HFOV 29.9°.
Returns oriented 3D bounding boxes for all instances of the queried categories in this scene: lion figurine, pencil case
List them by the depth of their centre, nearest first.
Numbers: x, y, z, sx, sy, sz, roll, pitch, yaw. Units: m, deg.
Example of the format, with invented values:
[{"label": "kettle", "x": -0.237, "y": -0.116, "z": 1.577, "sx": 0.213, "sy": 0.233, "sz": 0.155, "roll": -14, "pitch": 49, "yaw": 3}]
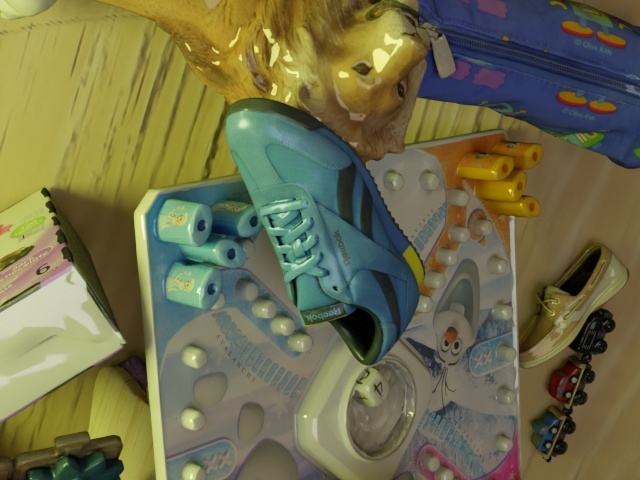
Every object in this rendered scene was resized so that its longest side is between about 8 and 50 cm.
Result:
[{"label": "lion figurine", "x": -0.109, "y": -0.196, "z": 0.767, "sx": 0.392, "sy": 0.142, "sz": 0.240, "roll": 14, "pitch": 75, "yaw": -14}, {"label": "pencil case", "x": 0.151, "y": -0.143, "z": 0.933, "sx": 0.306, "sy": 0.133, "sz": 0.119, "roll": 13, "pitch": 109, "yaw": -24}]

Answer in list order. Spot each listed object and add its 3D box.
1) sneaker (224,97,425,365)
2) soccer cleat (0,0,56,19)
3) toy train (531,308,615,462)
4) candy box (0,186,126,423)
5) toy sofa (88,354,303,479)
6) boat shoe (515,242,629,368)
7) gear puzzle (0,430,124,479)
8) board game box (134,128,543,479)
[{"label": "sneaker", "x": 0.000, "y": 0.000, "z": 0.764, "sx": 0.209, "sy": 0.069, "sz": 0.082, "roll": 53, "pitch": 49, "yaw": -37}, {"label": "soccer cleat", "x": -0.246, "y": -0.232, "z": 0.796, "sx": 0.068, "sy": 0.076, "sz": 0.196, "roll": -44, "pitch": 107, "yaw": -39}, {"label": "toy train", "x": 0.233, "y": 0.136, "z": 1.125, "sx": 0.036, "sy": 0.027, "sz": 0.158, "roll": 13, "pitch": 104, "yaw": -20}, {"label": "candy box", "x": -0.234, "y": 0.055, "z": 0.827, "sx": 0.165, "sy": 0.196, "sz": 0.070, "roll": -32, "pitch": 114, "yaw": -7}, {"label": "toy sofa", "x": -0.122, "y": 0.280, "z": 0.999, "sx": 0.150, "sy": 0.177, "sz": 0.362, "roll": 7, "pitch": 107, "yaw": -46}, {"label": "boat shoe", "x": 0.217, "y": 0.057, "z": 1.081, "sx": 0.135, "sy": 0.050, "sz": 0.045, "roll": -45, "pitch": 115, "yaw": -11}, {"label": "gear puzzle", "x": -0.299, "y": 0.216, "z": 0.816, "sx": 0.339, "sy": 0.044, "sz": 0.175, "roll": -7, "pitch": 144, "yaw": -29}, {"label": "board game box", "x": 0.046, "y": 0.129, "z": 0.918, "sx": 0.390, "sy": 0.050, "sz": 0.390, "roll": -14, "pitch": 105, "yaw": -43}]
